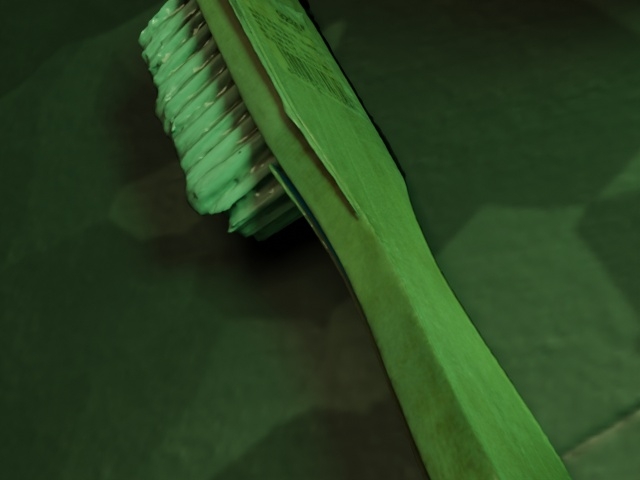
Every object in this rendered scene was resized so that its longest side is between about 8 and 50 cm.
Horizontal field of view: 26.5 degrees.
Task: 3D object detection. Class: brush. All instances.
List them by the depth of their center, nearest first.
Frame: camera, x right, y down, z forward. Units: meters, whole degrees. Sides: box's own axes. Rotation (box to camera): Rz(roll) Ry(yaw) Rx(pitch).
[{"bbox_3d":[0.000,0.000,0.459,0.065,0.070,0.327,-44,44,16],"label":"brush"}]
